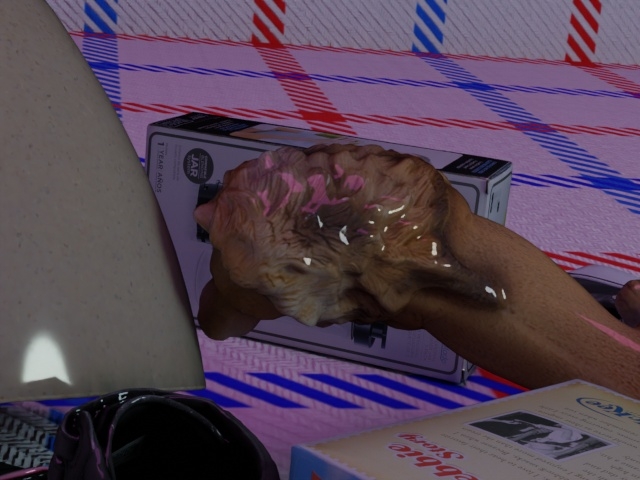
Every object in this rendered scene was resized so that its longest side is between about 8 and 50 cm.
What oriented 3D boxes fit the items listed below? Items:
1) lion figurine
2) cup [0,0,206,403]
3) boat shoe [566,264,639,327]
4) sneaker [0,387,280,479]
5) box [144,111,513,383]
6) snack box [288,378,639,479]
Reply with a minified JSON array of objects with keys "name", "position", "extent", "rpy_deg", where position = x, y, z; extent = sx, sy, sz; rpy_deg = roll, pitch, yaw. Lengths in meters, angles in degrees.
[{"name":"lion figurine","position":[0.121,0.051,0.769],"extent":[0.392,0.142,0.240],"rpy_deg":[22,6,7]},{"name":"cup","position":[-0.236,-0.021,0.732],"extent":[0.331,0.236,0.331],"rpy_deg":[-3,-6,0]},{"name":"boat shoe","position":[0.256,0.083,0.940],"extent":[0.105,0.113,0.306],"rpy_deg":[-14,22,-32]},{"name":"sneaker","position":[-0.115,0.127,0.630],"extent":[0.296,0.146,0.105],"rpy_deg":[19,24,42]},{"name":"box","position":[0.000,0.000,1.042],"extent":[0.290,0.169,0.087],"rpy_deg":[10,15,19]},{"name":"snack box","position":[0.156,0.135,0.475],"extent":[0.187,0.060,0.322],"rpy_deg":[-6,16,-39]}]
